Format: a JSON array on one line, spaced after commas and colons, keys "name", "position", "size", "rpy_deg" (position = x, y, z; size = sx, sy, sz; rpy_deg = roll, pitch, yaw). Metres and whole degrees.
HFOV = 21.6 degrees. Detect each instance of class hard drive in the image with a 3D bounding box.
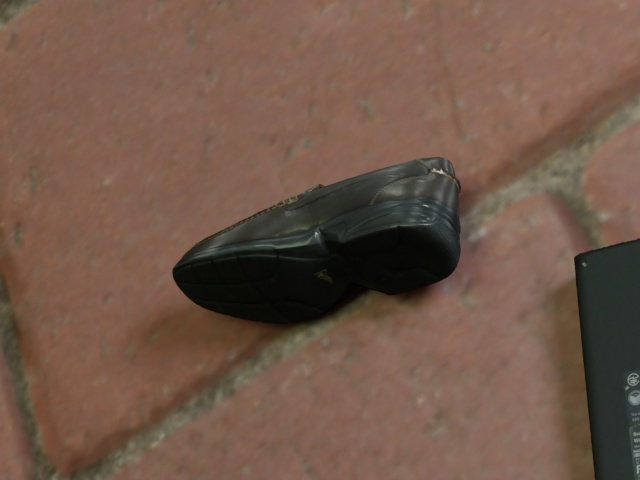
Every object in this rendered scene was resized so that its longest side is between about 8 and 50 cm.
[{"name": "hard drive", "position": [0.166, 0.060, 0.760], "size": [0.094, 0.022, 0.135], "rpy_deg": [-15, 64, 29]}]

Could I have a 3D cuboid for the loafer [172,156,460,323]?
[{"name": "loafer", "position": [0.000, 0.000, 0.884], "size": [0.170, 0.062, 0.061], "rpy_deg": [-10, 44, 27]}]
